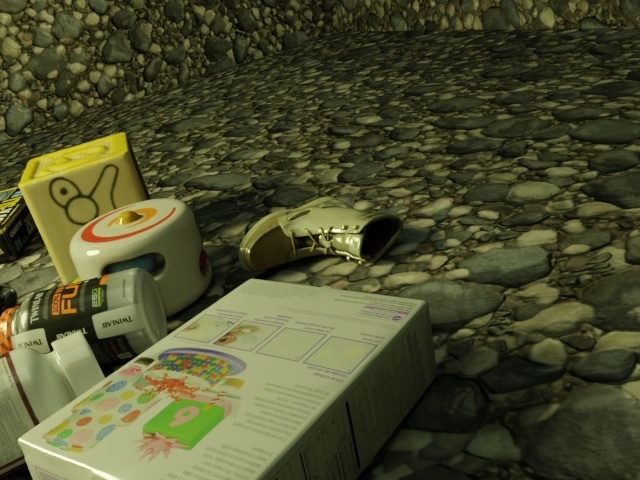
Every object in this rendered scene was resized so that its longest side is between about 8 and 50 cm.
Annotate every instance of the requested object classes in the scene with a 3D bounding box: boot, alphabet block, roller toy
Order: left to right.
[{"bbox_3d":[-0.406,-0.063,1.228,0.193,0.197,0.193,-19,24,-12],"label":"alphabet block"},{"bbox_3d":[-0.268,0.022,1.025,0.191,0.146,0.209,5,30,36],"label":"roller toy"},{"bbox_3d":[0.000,0.000,1.013,0.213,0.077,0.165,-27,28,-32],"label":"boot"}]

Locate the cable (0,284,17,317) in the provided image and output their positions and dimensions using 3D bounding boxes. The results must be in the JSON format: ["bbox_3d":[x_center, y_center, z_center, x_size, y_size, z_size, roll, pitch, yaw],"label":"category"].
[{"bbox_3d":[-0.575,0.129,1.085,0.151,0.047,0.184,-15,24,-2],"label":"cable"}]

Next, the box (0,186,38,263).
[{"bbox_3d":[-0.754,-0.020,1.480,0.257,0.079,0.322,-13,24,-2],"label":"box"}]

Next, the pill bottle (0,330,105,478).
[{"bbox_3d":[-0.344,0.189,0.729,0.221,0.121,0.121,-25,26,-23],"label":"pill bottle"}]

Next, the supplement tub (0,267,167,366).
[{"bbox_3d":[-0.308,0.111,0.888,0.191,0.117,0.117,-14,24,0],"label":"supplement tub"}]

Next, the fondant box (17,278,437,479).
[{"bbox_3d":[-0.067,0.156,0.648,0.238,0.096,0.330,5,24,35],"label":"fondant box"}]
